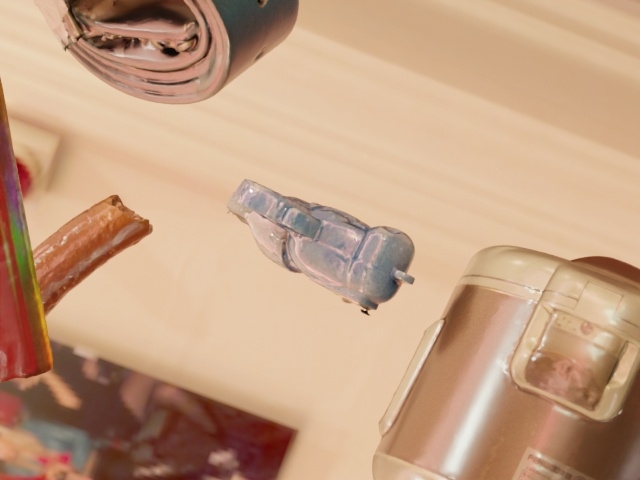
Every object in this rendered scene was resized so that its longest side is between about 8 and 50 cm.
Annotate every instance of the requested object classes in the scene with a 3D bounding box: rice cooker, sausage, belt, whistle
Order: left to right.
[{"bbox_3d":[-0.348,0.049,1.974,0.302,0.103,0.076,-41,51,13],"label":"sausage"},{"bbox_3d":[-0.222,-0.346,2.025,0.437,0.300,0.173,7,41,45],"label":"belt"},{"bbox_3d":[0.000,0.000,1.600,0.180,0.269,0.093,29,-91,-50],"label":"whistle"},{"bbox_3d":[0.239,0.172,1.495,0.325,0.335,0.335,-63,3,-8],"label":"rice cooker"}]

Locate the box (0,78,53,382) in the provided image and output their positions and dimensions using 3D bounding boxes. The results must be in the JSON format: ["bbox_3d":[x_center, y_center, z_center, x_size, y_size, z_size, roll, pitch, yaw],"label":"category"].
[{"bbox_3d":[-0.245,-0.078,0.847,0.313,0.089,0.197,-129,29,-48],"label":"box"}]
